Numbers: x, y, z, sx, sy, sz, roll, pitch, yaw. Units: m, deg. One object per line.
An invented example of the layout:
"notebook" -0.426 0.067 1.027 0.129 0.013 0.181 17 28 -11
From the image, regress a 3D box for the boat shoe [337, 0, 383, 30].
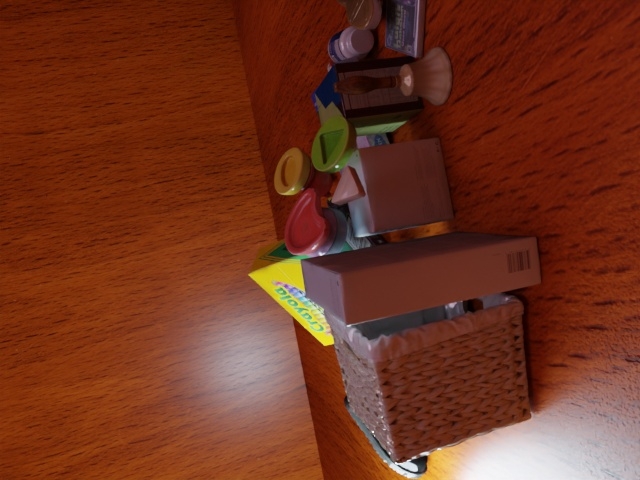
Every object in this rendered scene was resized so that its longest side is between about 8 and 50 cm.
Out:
"boat shoe" 0.119 -0.607 1.339 0.098 0.096 0.277 -58 30 34

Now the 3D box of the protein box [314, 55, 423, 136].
"protein box" 0.115 -0.352 1.310 0.200 0.201 0.136 164 96 -75

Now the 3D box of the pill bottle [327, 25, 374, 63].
"pill bottle" 0.089 -0.555 1.481 0.169 0.094 0.094 -145 46 -69

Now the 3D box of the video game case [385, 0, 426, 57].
"video game case" 0.197 -0.541 1.224 0.173 0.022 0.190 -123 27 -57

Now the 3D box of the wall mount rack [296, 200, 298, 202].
"wall mount rack" 0.000 0.000 2.142 0.350 0.130 0.304 -135 37 -64

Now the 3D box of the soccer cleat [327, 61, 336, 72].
"soccer cleat" 0.071 -0.503 1.648 0.076 0.068 0.196 90 160 -45

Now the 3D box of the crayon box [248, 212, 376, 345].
"crayon box" 0.041 0.125 1.433 0.363 0.313 0.106 48 -143 -30

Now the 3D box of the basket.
"basket" 0.215 0.250 1.115 0.328 0.331 0.266 -160 59 -74

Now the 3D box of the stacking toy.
"stacking toy" 0.030 -0.117 1.221 0.279 0.130 0.309 -38 48 38

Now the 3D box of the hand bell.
"hand bell" 0.145 -0.341 1.123 0.126 0.242 0.126 170 90 -75

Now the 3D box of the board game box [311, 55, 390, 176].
"board game box" 0.090 -0.341 1.572 0.318 0.066 0.319 68 166 -3

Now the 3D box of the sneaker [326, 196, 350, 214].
"sneaker" 0.113 -0.096 1.689 0.134 0.146 0.343 52 175 7

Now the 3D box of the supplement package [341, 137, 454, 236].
"supplement package" 0.177 -0.122 1.237 0.149 0.203 0.194 163 97 -75

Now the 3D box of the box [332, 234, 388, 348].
"box" 0.122 0.180 1.688 0.143 0.191 0.381 -127 30 -59

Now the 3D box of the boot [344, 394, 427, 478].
"boot" 0.247 0.529 1.590 0.348 0.131 0.260 46 123 15

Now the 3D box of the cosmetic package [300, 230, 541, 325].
"cosmetic package" 0.177 0.058 1.019 0.284 0.377 0.097 -161 62 -74
